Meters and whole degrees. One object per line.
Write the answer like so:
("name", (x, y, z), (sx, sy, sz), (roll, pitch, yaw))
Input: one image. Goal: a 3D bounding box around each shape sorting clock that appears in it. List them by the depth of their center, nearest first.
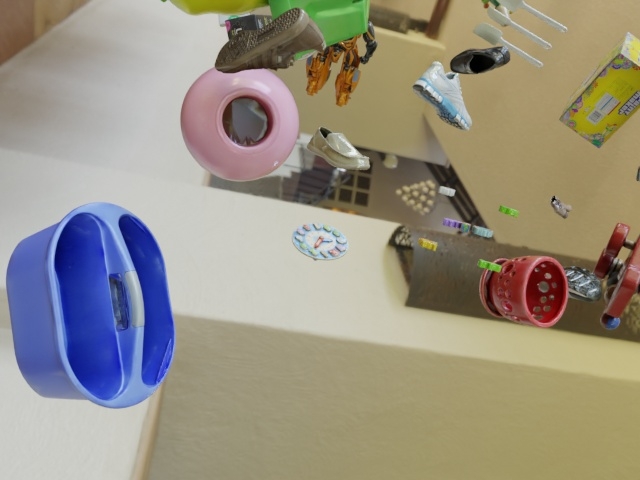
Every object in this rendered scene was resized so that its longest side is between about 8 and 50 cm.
("shape sorting clock", (0.000, 0.000, 2.046), (0.206, 0.206, 0.040), (-93, -164, -49))

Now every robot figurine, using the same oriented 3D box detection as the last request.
("robot figurine", (0.052, -0.557, 1.739), (0.291, 0.211, 0.085), (106, 5, -50))

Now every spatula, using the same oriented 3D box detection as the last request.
("spatula", (0.606, -0.643, 1.737), (0.019, 0.242, 0.168), (-48, 170, -50))

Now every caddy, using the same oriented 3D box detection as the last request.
("caddy", (-0.365, 0.109, 0.965), (0.241, 0.179, 0.341), (-3, 81, -61))

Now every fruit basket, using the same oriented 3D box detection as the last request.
("fruit basket", (-0.103, -0.520, 1.032), (0.392, 0.392, 0.282), (113, -12, -48))

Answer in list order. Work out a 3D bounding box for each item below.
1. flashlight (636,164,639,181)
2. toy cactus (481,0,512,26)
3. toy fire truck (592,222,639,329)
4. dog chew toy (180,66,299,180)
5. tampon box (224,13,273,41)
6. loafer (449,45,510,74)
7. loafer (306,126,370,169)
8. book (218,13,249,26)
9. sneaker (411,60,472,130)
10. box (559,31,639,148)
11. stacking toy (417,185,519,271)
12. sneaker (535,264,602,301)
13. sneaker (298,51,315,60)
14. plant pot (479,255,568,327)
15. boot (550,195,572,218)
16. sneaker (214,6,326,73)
("flashlight", (1.058, -0.317, 1.772), (0.103, 0.103, 0.304), (-34, 131, -42))
("toy cactus", (0.604, -0.798, 1.929), (0.219, 0.112, 0.180), (44, 31, -63))
("toy fire truck", (0.863, 0.117, 1.628), (0.254, 0.169, 0.302), (-52, 154, -27))
("dog chew toy", (-0.163, -0.221, 1.087), (0.332, 0.207, 0.206), (-148, -112, -71))
("tampon box", (-0.185, -0.583, 1.660), (0.161, 0.102, 0.120), (-41, 125, -61))
("loafer", (0.478, -0.552, 1.769), (0.223, 0.078, 0.076), (13, -50, 56))
("loafer", (0.055, -0.295, 1.835), (0.268, 0.102, 0.092), (31, -62, 40))
("book", (-0.273, -0.740, 1.775), (0.035, 0.096, 0.144), (26, 56, -85))
("sneaker", (0.269, -0.295, 1.176), (0.071, 0.191, 0.083), (31, -90, 45))
("box", (1.023, -0.527, 2.006), (0.279, 0.177, 0.290), (-48, 173, -46))
("stacking toy", (0.382, -0.032, 1.485), (0.052, 0.221, 0.166), (-23, 131, -71))
("sneaker", (0.704, 0.131, 1.670), (0.271, 0.100, 0.108), (-151, -136, -65))
("sneaker", (0.002, -0.614, 1.468), (0.295, 0.124, 0.178), (-46, 166, 3))
("plant pot", (0.554, 0.137, 1.583), (0.174, 0.191, 0.191), (-1, -102, 60))
("boot", (0.922, -0.137, 2.205), (0.042, 0.087, 0.118), (-38, -175, 37))
("sneaker", (-0.077, -0.271, 0.839), (0.188, 0.071, 0.066), (-6, -121, 41))
